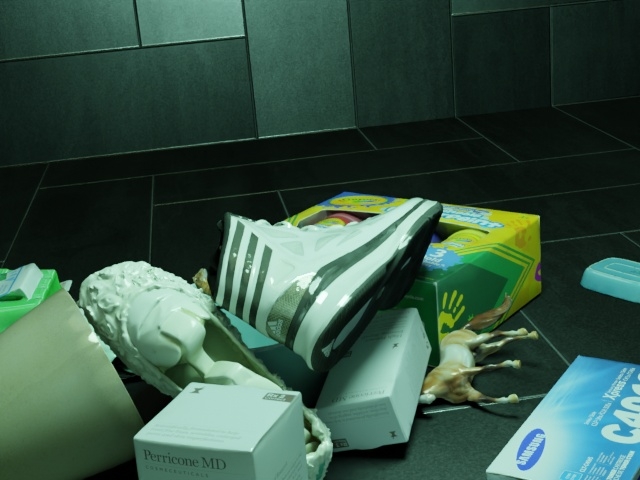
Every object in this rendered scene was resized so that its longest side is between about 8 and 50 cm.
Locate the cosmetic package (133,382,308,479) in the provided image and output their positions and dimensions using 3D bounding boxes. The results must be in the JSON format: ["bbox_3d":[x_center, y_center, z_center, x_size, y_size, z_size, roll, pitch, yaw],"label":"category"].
[{"bbox_3d":[-0.109,0.283,1.228,0.151,0.183,0.151,1,19,20],"label":"cosmetic package"}]

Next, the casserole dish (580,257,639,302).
[{"bbox_3d":[0.569,0.070,1.935,0.114,0.037,0.188,-18,23,-34],"label":"casserole dish"}]

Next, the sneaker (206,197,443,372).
[{"bbox_3d":[0.000,-0.001,1.507,0.258,0.169,0.447,28,30,16],"label":"sneaker"}]

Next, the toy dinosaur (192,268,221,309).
[{"bbox_3d":[-0.135,0.078,1.566,0.112,0.064,0.211,-28,14,-12],"label":"toy dinosaur"}]

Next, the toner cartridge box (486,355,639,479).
[{"bbox_3d":[0.355,0.260,1.349,0.165,0.075,0.348,5,21,31],"label":"toner cartridge box"}]

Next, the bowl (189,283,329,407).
[{"bbox_3d":[-0.107,0.175,1.590,0.312,0.163,0.311,-5,19,2],"label":"bowl"}]

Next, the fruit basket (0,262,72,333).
[{"bbox_3d":[-0.616,0.157,1.788,0.353,0.165,0.327,-9,18,-1],"label":"fruit basket"}]

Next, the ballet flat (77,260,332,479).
[{"bbox_3d":[-0.135,0.159,1.349,0.409,0.147,0.147,41,27,2],"label":"ballet flat"}]

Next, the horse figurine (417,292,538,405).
[{"bbox_3d":[0.232,0.182,1.604,0.175,0.066,0.263,-10,26,27],"label":"horse figurine"}]

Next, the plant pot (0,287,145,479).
[{"bbox_3d":[-0.406,0.240,1.404,0.274,0.256,0.256,-29,25,-16],"label":"plant pot"}]

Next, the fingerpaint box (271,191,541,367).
[{"bbox_3d":[0.120,0.049,1.912,0.445,0.163,0.371,9,23,37],"label":"fingerpaint box"}]

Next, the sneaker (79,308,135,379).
[{"bbox_3d":[-0.309,0.178,1.793,0.151,0.094,0.256,37,23,28],"label":"sneaker"}]

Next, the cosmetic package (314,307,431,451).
[{"bbox_3d":[0.080,0.197,1.515,0.117,0.085,0.231,-14,22,20],"label":"cosmetic package"}]
